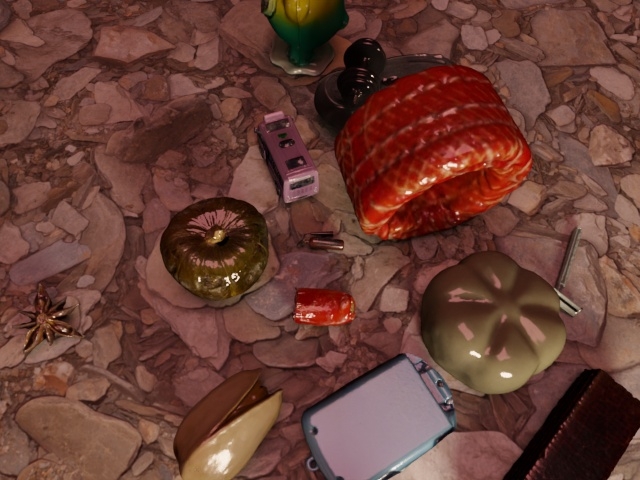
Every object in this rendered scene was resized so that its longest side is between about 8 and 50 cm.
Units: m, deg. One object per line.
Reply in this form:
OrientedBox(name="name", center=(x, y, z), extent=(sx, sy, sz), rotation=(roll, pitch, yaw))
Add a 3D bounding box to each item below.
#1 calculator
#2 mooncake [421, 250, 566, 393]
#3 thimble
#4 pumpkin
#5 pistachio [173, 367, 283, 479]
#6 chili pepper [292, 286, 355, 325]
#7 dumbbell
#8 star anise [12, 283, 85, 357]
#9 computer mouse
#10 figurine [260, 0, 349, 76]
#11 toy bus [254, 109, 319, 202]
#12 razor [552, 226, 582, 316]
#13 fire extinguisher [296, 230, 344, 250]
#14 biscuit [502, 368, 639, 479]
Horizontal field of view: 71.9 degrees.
OrientedBox(name="calculator", center=(0.104, 0.327, 0.790), extent=(0.293, 0.051, 0.172), rotation=(-27, 69, -14))
OrientedBox(name="mooncake", center=(0.327, 0.149, 0.845), extent=(0.275, 0.135, 0.274), rotation=(2, 61, -4))
OrientedBox(name="thimble", center=(0.215, -0.159, 0.884), extent=(0.351, 0.350, 0.230), rotation=(-13, 67, -9))
OrientedBox(name="pumpkin", center=(-0.207, 0.012, 0.874), extent=(0.219, 0.162, 0.218), rotation=(3, 64, -6))
OrientedBox(name="pistachio", center=(-0.155, 0.310, 0.746), extent=(0.130, 0.131, 0.206), rotation=(41, 65, 8))
OrientedBox(name="chili pepper", center=(0.008, 0.134, 0.873), extent=(0.123, 0.073, 0.070), rotation=(4, 106, 2))
OrientedBox(name="dumbbell", center=(0.093, -0.375, 0.983), extent=(0.099, 0.099, 0.208), rotation=(11, 63, 3))
OrientedBox(name="star anise", center=(-0.526, 0.143, 0.849), extent=(0.124, 0.056, 0.129), rotation=(-19, 81, -14))
OrientedBox(name="computer mouse", center=(0.168, -0.354, 1.092), extent=(0.374, 0.114, 0.203), rotation=(-10, 62, -5))
OrientedBox(name="figurine", center=(-0.039, -0.601, 1.082), extent=(0.232, 0.340, 0.323), rotation=(6, 65, 0))
OrientedBox(name="toy bus", center=(-0.078, -0.193, 1.007), extent=(0.096, 0.108, 0.198), rotation=(-20, 66, -12))
OrientedBox(name="razor", center=(0.537, 0.055, 0.957), extent=(0.084, 0.036, 0.211), rotation=(37, 59, -11))
OrientedBox(name="fire extinguisher", center=(0.001, -0.004, 0.960), extent=(0.101, 0.032, 0.046), rotation=(7, 74, -6))
OrientedBox(name="biscuit", center=(0.418, 0.389, 0.761), extent=(0.388, 0.073, 0.107), rotation=(-41, 73, -20))
